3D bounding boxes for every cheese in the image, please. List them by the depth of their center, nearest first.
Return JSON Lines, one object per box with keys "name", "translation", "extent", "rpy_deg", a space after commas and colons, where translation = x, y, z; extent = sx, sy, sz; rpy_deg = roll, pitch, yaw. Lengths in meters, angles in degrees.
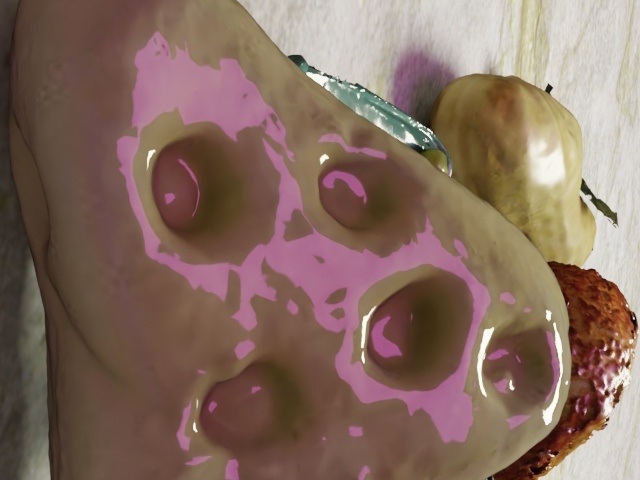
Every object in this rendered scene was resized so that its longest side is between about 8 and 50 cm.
{"name": "cheese", "translation": [0.000, 0.000, 0.663], "extent": [0.328, 0.129, 0.351], "rpy_deg": [-8, 99, -25]}

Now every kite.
{"name": "kite", "translation": [0.273, -0.071, 1.275], "extent": [0.250, 0.012, 0.229], "rpy_deg": [-108, 175, -59]}

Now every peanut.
{"name": "peanut", "translation": [0.201, -0.059, 1.166], "extent": [0.319, 0.147, 0.147], "rpy_deg": [50, 52, -51]}

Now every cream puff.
{"name": "cream puff", "translation": [0.188, 0.119, 1.117], "extent": [0.240, 0.164, 0.240], "rpy_deg": [-56, 175, -7]}

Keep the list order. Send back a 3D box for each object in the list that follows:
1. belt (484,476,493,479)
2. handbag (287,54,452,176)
{"name": "belt", "translation": [0.101, 0.158, 0.954], "extent": [0.094, 0.126, 0.359], "rpy_deg": [43, 41, -49]}
{"name": "handbag", "translation": [-0.001, 0.020, 0.836], "extent": [0.268, 0.100, 0.274], "rpy_deg": [18, 80, -62]}
